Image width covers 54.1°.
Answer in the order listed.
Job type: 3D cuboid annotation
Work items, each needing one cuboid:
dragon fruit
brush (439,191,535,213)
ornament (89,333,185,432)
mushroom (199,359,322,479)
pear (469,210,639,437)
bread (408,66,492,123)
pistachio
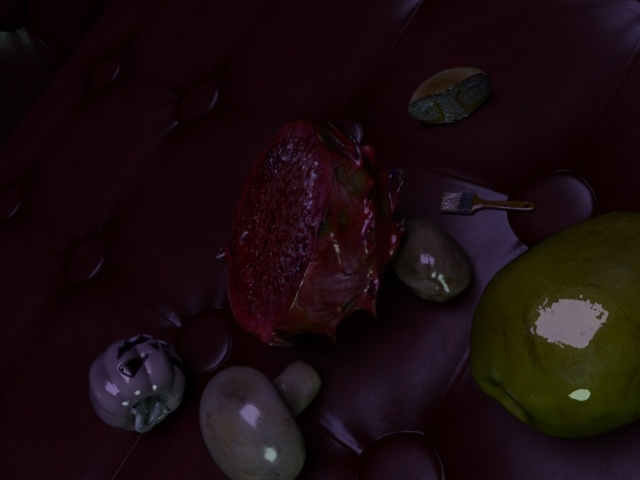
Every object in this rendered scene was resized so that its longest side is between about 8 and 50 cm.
[{"bbox_3d":[0.000,0.000,1.067,0.371,0.248,0.387,-27,54,56],"label":"dragon fruit"},{"bbox_3d":[0.289,-0.063,1.096,0.169,0.014,0.043,6,64,32],"label":"brush"},{"bbox_3d":[-0.339,0.272,1.176,0.177,0.177,0.178,-15,56,23],"label":"ornament"},{"bbox_3d":[-0.100,0.295,1.028,0.206,0.209,0.207,5,105,21],"label":"mushroom"},{"bbox_3d":[0.342,0.106,0.814,0.307,0.253,0.253,-42,48,-17],"label":"pear"},{"bbox_3d":[0.241,-0.284,1.211,0.157,0.083,0.094,-30,48,10],"label":"bread"},{"bbox_3d":[0.179,0.025,1.052,0.126,0.108,0.186,-18,43,-9],"label":"pistachio"}]
